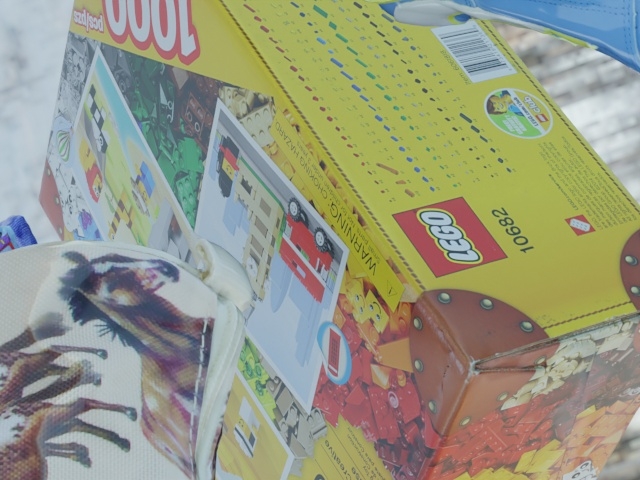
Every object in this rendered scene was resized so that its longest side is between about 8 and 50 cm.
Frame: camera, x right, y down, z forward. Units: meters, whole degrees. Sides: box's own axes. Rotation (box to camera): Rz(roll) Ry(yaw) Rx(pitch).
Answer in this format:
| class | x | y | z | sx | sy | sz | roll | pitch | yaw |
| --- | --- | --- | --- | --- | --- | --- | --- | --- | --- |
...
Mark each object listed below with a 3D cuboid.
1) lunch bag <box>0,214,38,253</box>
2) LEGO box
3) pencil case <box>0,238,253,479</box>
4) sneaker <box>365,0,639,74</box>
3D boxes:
| class | x | y | z | sx | sy | sz | roll | pitch | yaw |
| --- | --- | --- | --- | --- | --- | --- | --- | --- | --- |
| lunch bag | -0.315 | 0.100 | 1.137 | 0.293 | 0.221 | 0.138 | 1 | -52 | 47 |
| LEGO box | 0.000 | 0.000 | 1.263 | 0.500 | 0.193 | 0.372 | 56 | -35 | 32 |
| pencil case | -0.102 | 0.188 | 0.715 | 0.160 | 0.183 | 0.410 | 69 | 15 | -55 |
| sneaker | 0.074 | -0.064 | 0.428 | 0.126 | 0.091 | 0.240 | 57 | -9 | 1 |
